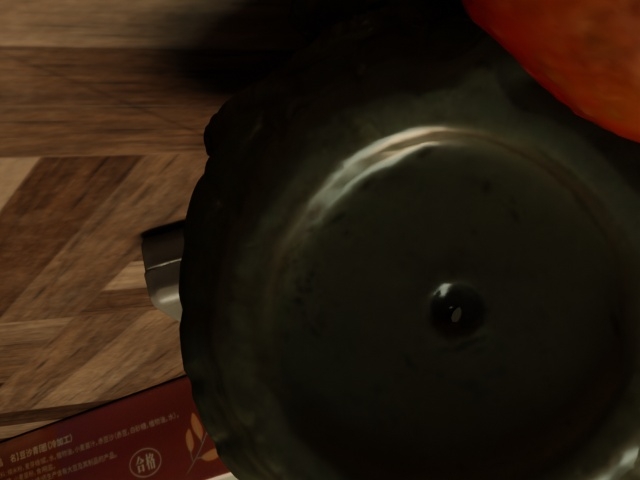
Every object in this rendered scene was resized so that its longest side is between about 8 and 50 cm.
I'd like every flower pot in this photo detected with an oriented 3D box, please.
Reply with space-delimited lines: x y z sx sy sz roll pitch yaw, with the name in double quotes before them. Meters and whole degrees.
"flower pot" 0.073 0.011 0.697 0.302 0.302 0.213 -17 178 11

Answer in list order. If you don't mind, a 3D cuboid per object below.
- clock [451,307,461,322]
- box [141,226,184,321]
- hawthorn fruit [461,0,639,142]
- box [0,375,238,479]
"clock" 0.172 0.085 1.378 0.319 0.066 0.319 -12 163 -4
"box" 0.000 0.000 0.968 0.243 0.055 0.103 -15 164 8
"hawthorn fruit" 0.122 -0.119 0.408 0.253 0.205 0.205 -20 163 31
"box" -0.140 0.258 1.605 0.385 0.122 0.344 -22 162 25
